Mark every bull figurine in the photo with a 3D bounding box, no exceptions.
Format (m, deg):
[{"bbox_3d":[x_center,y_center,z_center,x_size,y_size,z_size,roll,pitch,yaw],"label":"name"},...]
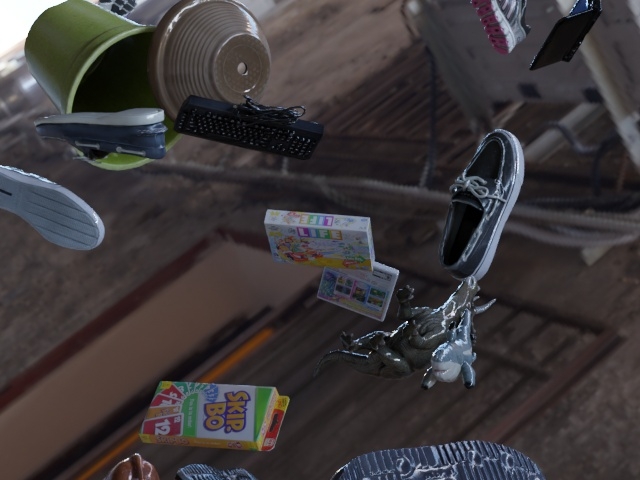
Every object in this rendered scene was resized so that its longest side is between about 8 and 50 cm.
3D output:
[{"bbox_3d":[-0.321,0.445,1.836,0.310,0.101,0.188,119,-28,-62],"label":"bull figurine"}]

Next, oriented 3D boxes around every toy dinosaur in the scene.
[{"bbox_3d":[0.136,0.173,1.844,0.160,0.313,0.121,41,16,-41],"label":"toy dinosaur"}]

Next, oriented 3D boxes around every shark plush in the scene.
[{"bbox_3d":[0.189,0.141,1.543,0.073,0.161,0.067,1,-61,36],"label":"shark plush"}]

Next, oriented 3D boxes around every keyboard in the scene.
[{"bbox_3d":[-0.093,-0.145,1.495,0.100,0.192,0.038,118,-22,-49],"label":"keyboard"}]

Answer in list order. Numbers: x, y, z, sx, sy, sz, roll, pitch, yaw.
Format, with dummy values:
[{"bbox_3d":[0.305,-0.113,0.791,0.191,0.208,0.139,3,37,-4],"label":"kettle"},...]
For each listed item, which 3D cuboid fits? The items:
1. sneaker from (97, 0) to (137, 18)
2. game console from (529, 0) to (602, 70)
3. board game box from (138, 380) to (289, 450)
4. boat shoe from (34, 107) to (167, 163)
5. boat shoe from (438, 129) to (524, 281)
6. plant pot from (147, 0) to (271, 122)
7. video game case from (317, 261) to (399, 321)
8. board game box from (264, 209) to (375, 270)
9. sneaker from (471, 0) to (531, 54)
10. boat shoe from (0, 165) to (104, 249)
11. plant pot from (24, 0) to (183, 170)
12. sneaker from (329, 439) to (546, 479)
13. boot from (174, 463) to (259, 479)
[{"bbox_3d":[-0.433,-0.441,2.284,0.068,0.170,0.071,36,-37,-1],"label":"sneaker"},{"bbox_3d":[0.361,-0.322,1.690,0.071,0.107,0.122,10,-31,-9],"label":"game console"},{"bbox_3d":[-0.193,0.319,2.073,0.259,0.124,0.039,2,-44,18],"label":"board game box"},{"bbox_3d":[-0.336,-0.158,1.739,0.254,0.095,0.079,1,-76,30],"label":"boat shoe"},{"bbox_3d":[0.294,-0.077,2.155,0.113,0.306,0.105,17,-8,40],"label":"boat shoe"},{"bbox_3d":[-0.164,-0.293,1.911,0.109,0.237,0.237,17,-39,48],"label":"plant pot"},{"bbox_3d":[0.080,0.095,2.462,0.157,0.019,0.143,20,-51,7],"label":"video game case"},{"bbox_3d":[0.000,0.000,1.689,0.154,0.026,0.103,5,-35,12],"label":"board game box"},{"bbox_3d":[0.301,-0.401,1.902,0.063,0.075,0.170,-4,-68,63],"label":"sneaker"},{"bbox_3d":[-0.412,-0.061,1.695,0.226,0.083,0.076,29,18,7],"label":"boat shoe"},{"bbox_3d":[-0.395,-0.304,2.045,0.254,0.276,0.276,38,-24,36],"label":"plant pot"},{"bbox_3d":[0.139,0.326,1.456,0.131,0.319,0.112,-49,-138,48],"label":"sneaker"},{"bbox_3d":[-0.189,0.441,1.849,0.077,0.137,0.198,41,11,37],"label":"boot"}]
